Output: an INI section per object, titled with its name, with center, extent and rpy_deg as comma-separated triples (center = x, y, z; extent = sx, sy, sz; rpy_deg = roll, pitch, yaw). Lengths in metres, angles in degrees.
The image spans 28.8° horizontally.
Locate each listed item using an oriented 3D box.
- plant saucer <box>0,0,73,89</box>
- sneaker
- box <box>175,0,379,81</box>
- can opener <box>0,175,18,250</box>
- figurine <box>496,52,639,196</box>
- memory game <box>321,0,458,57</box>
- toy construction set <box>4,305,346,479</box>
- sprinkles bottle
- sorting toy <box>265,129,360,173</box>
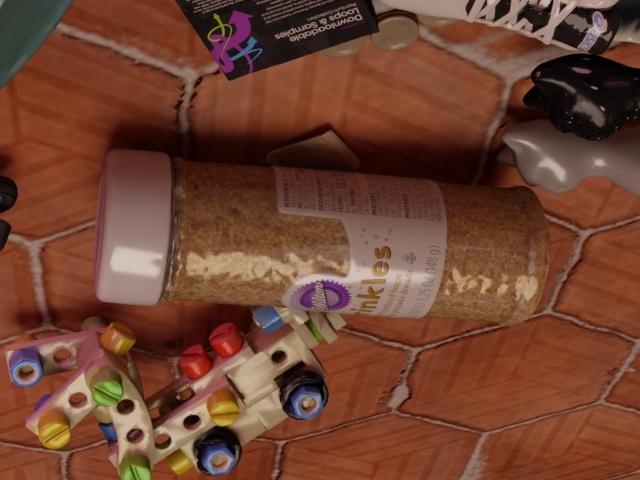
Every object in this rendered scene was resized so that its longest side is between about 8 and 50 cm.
[plant saucer]
center = -0.210, -0.133, 0.662
extent = 0.044, 0.317, 0.317
rpy_deg = 42, 138, 6
[sneaker]
center = 0.147, -0.166, 0.825
extent = 0.237, 0.086, 0.085
rpy_deg = -1, 145, -20
[box]
center = -0.041, -0.177, 0.816
extent = 0.116, 0.029, 0.162
rpy_deg = -16, 144, 14
[can opener]
center = -0.323, -0.047, 0.951
extent = 0.186, 0.073, 0.059
rpy_deg = 17, 148, -19
[figurine]
center = 0.247, -0.087, 0.961
extent = 0.209, 0.092, 0.215
rpy_deg = 2, 164, -2
[memory game]
center = 0.031, -0.190, 0.848
extent = 0.186, 0.012, 0.186
rpy_deg = -6, 147, -4
[toy construction set]
center = -0.110, 0.113, 1.172
extent = 0.327, 0.151, 0.215
rpy_deg = -26, 118, 13
[sprinkles bottle]
center = 0.000, 0.000, 1.005
extent = 0.355, 0.121, 0.121
rpy_deg = 4, 145, -13
[sorting toy]
center = 0.001, -0.062, 1.034
extent = 0.062, 0.012, 0.083
rpy_deg = -20, 145, 22
